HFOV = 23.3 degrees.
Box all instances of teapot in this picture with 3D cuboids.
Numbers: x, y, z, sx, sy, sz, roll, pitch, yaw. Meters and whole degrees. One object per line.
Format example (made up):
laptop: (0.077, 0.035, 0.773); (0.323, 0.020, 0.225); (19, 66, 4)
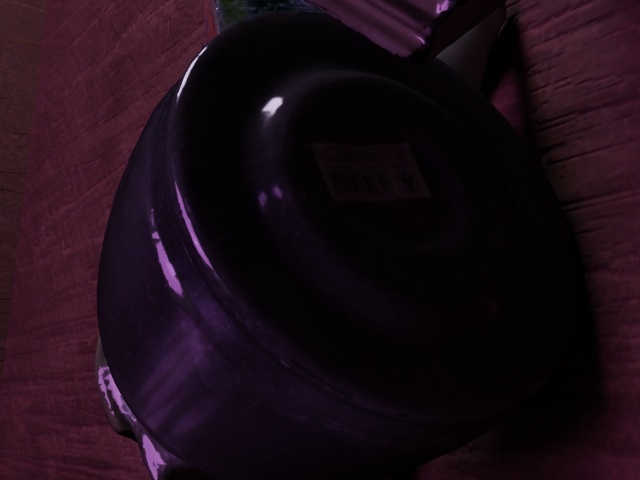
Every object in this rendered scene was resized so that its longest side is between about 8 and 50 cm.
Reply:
teapot: (-0.020, -0.002, 0.865); (0.239, 0.240, 0.321); (-44, 39, 45)

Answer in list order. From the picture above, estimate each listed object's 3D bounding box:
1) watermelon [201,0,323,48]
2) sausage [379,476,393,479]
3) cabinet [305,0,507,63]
watermelon: (-0.033, -0.102, 1.169); (0.256, 0.140, 0.192); (130, 139, -71)
sausage: (-0.015, 0.279, 0.989); (0.094, 0.094, 0.418); (11, -92, -73)
cabinet: (0.055, -0.296, 0.669); (0.290, 0.227, 0.318); (-42, -21, -57)
